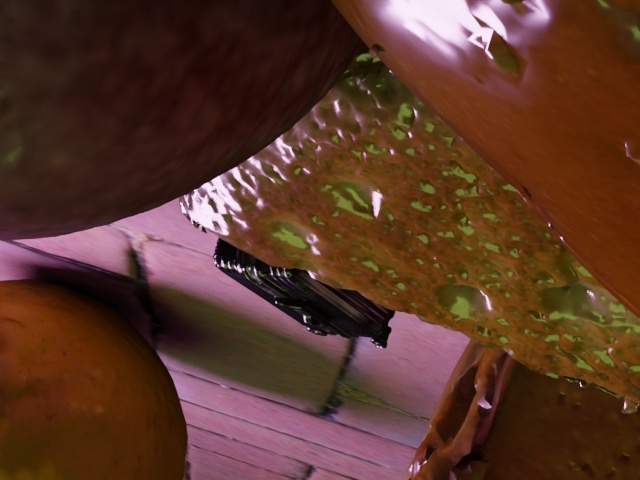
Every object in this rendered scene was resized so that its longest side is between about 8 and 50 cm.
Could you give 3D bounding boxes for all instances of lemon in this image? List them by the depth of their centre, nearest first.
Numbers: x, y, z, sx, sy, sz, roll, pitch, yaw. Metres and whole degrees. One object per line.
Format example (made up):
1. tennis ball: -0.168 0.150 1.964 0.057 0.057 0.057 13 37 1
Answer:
1. lemon: -0.241 0.166 1.588 0.285 0.285 0.316 18 -162 3

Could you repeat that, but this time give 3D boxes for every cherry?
1. cherry: -0.078 -0.095 0.575 0.250 0.175 0.192 5 -159 -39

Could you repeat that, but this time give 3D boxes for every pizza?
1. pizza: 0.079 -0.014 0.693 0.292 0.058 0.197 -7 138 41

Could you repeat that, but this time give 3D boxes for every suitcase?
1. suitcase: 0.000 0.000 1.019 0.059 0.086 0.126 7 163 33

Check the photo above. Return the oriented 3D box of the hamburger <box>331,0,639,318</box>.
1. hamburger: 0.140 -0.058 0.430 0.290 0.170 0.314 37 160 -21

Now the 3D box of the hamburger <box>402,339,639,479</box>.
1. hamburger: 0.181 0.130 0.859 0.284 0.304 0.174 27 176 -1
